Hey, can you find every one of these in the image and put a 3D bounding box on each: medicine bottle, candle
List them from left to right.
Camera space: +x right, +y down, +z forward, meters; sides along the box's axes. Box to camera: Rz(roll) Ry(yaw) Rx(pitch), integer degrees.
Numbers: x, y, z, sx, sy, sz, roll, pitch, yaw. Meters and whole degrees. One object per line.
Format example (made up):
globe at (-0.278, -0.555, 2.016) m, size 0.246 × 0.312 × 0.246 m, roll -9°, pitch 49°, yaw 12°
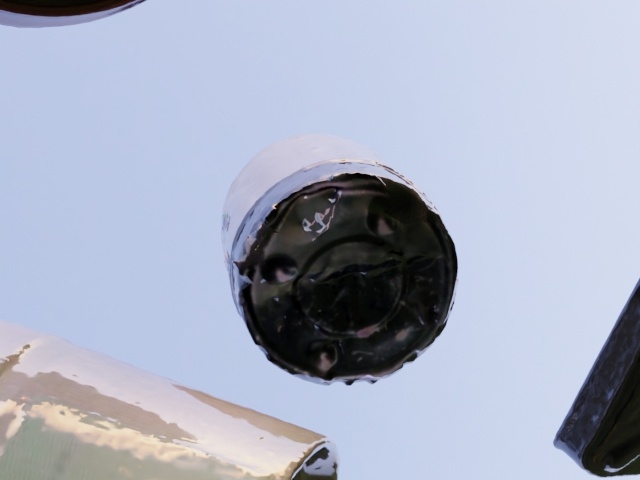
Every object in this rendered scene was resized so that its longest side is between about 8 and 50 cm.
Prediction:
medicine bottle at (-0.213, 0.177, 0.939) m, size 0.236 × 0.406 × 0.235 m, roll 17°, pitch -90°, yaw -75°
candle at (0.000, 0.000, 1.230) m, size 0.187 × 0.330 × 0.187 m, roll -2°, pitch -75°, yaw -9°

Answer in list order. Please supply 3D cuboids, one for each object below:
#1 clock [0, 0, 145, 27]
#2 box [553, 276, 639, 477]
clock at (-0.181, -0.296, 0.917) m, size 0.318 × 0.080 × 0.318 m, roll -11°, pitch -65°, yaw -25°
box at (0.395, 0.110, 1.398) m, size 0.290 × 0.073 × 0.289 m, roll 2°, pitch -58°, yaw -37°
